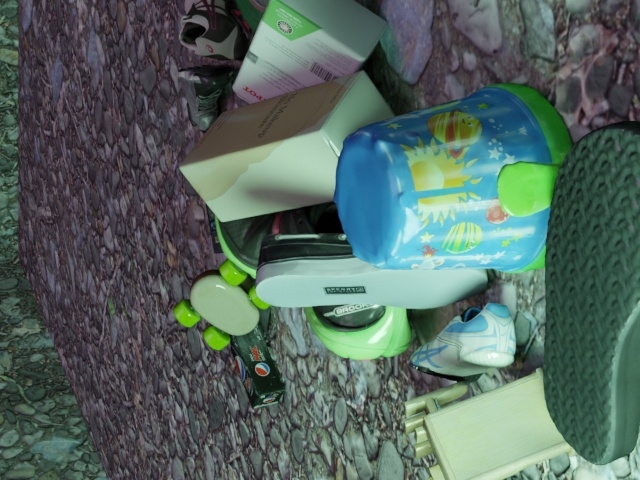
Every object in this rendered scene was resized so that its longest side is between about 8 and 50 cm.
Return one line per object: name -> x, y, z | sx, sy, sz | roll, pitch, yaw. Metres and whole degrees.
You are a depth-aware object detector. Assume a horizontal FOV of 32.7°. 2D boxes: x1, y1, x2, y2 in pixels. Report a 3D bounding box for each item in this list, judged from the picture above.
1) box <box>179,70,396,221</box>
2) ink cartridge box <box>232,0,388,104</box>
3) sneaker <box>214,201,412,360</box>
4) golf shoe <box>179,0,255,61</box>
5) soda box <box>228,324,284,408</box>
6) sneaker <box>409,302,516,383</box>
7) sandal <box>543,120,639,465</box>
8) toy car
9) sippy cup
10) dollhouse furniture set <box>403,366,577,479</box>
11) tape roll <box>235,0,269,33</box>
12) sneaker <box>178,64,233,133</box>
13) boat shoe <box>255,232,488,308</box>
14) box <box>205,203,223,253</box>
box -> -0.045, -0.132, 1.607 | 0.311, 0.148, 0.121 | -10, 127, 43
ink cartridge box -> -0.021, -0.271, 1.627 | 0.160, 0.093, 0.219 | 33, 145, -1
sneaker -> 0.000, 0.000, 1.704 | 0.482, 0.185, 0.202 | 36, 120, 45
golf shoe -> -0.214, -0.412, 2.030 | 0.273, 0.120, 0.105 | 47, 140, 51
soda box -> -0.130, 0.239, 2.133 | 0.169, 0.060, 0.053 | 66, 151, 29
sneaker -> 0.190, 0.138, 1.450 | 0.237, 0.085, 0.086 | 145, 140, -65
sandal -> 0.317, 0.050, 1.149 | 0.167, 0.107, 0.446 | 53, 155, 42
toy car -> -0.186, 0.089, 2.122 | 0.155, 0.149, 0.188 | -42, 23, 16
sippy cup -> 0.146, -0.062, 1.294 | 0.240, 0.224, 0.305 | 67, 150, 25
dollhouse furniture set -> 0.221, 0.278, 1.404 | 0.242, 0.160, 0.212 | 83, 166, -63
tape roll -> -0.058, -0.481, 1.717 | 0.321, 0.077, 0.321 | 29, 123, 57
sneaker -> -0.215, -0.272, 2.131 | 0.228, 0.086, 0.132 | -149, 49, -70
boat shoe -> 0.067, 0.027, 1.458 | 0.113, 0.306, 0.105 | 68, -159, -54
box -> -0.152, -0.074, 2.078 | 0.232, 0.059, 0.184 | -12, 88, 63
